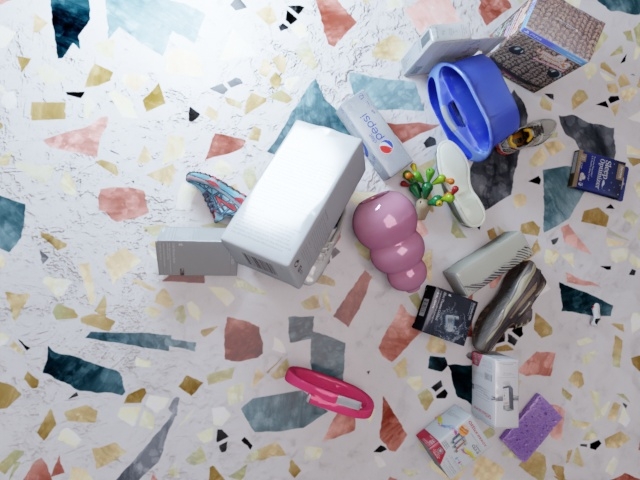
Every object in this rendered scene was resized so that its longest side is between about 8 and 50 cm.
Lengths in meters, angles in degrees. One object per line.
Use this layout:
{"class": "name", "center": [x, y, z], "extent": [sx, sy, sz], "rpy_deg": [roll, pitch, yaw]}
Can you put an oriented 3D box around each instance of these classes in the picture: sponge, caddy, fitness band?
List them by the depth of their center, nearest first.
{"class": "fitness band", "center": [0.028, 0.463, 1.540], "extent": [0.290, 0.209, 0.054], "rpy_deg": [22, 88, -7]}
{"class": "caddy", "center": [0.475, -0.425, 1.626], "extent": [0.179, 0.241, 0.341], "rpy_deg": [-28, 92, -13]}
{"class": "sponge", "center": [0.723, 0.643, 1.730], "extent": [0.117, 0.031, 0.210], "rpy_deg": [45, 83, -5]}

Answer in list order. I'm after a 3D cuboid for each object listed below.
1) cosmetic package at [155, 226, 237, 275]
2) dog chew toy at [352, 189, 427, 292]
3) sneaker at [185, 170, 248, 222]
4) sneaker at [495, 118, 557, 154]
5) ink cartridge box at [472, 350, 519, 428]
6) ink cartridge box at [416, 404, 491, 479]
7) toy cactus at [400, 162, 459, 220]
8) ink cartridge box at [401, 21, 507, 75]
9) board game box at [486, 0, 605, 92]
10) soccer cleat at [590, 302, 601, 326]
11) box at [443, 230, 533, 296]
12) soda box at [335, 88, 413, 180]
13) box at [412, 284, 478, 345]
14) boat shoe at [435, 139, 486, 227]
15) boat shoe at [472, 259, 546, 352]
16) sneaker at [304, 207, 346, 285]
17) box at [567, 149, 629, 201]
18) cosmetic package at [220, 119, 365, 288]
{"class": "cosmetic package", "center": [-0.368, 0.033, 1.530], "extent": [0.238, 0.107, 0.127], "rpy_deg": [1, 118, -6]}
{"class": "dog chew toy", "center": [0.236, 0.013, 1.601], "extent": [0.206, 0.206, 0.332], "rpy_deg": [-26, 100, -9]}
{"class": "sneaker", "center": [-0.313, -0.118, 1.563], "extent": [0.262, 0.104, 0.125], "rpy_deg": [30, 86, -6]}
{"class": "sneaker", "center": [0.722, -0.359, 1.733], "extent": [0.225, 0.093, 0.088], "rpy_deg": [-26, 92, -9]}
{"class": "ink cartridge box", "center": [0.569, 0.484, 1.647], "extent": [0.092, 0.158, 0.218], "rpy_deg": [3, 88, -9]}
{"class": "ink cartridge box", "center": [0.432, 0.649, 1.636], "extent": [0.176, 0.127, 0.128], "rpy_deg": [-35, 93, -9]}
{"class": "toy cactus", "center": [0.342, -0.148, 1.643], "extent": [0.112, 0.219, 0.180], "rpy_deg": [-26, 134, -42]}
{"class": "ink cartridge box", "center": [0.414, -0.608, 1.603], "extent": [0.239, 0.275, 0.060], "rpy_deg": [-9, 89, -9]}
{"class": "board game box", "center": [0.710, -0.638, 1.641], "extent": [0.232, 0.291, 0.141], "rpy_deg": [25, 84, -6]}
{"class": "soccer cleat", "center": [0.977, 0.264, 1.779], "extent": [0.029, 0.035, 0.083], "rpy_deg": [13, 86, -8]}
{"class": "box", "center": [0.560, 0.075, 1.685], "extent": [0.275, 0.113, 0.094], "rpy_deg": [-32, 94, -7]}
{"class": "soda box", "center": [0.174, -0.340, 1.649], "extent": [0.098, 0.091, 0.286], "rpy_deg": [-37, 94, -9]}
{"class": "box", "center": [0.412, 0.246, 1.666], "extent": [0.158, 0.093, 0.156], "rpy_deg": [20, 85, -9]}
{"class": "boat shoe", "center": [0.454, -0.184, 1.688], "extent": [0.109, 0.091, 0.305], "rpy_deg": [-22, 91, -8]}
{"class": "boat shoe", "center": [0.645, 0.235, 1.682], "extent": [0.130, 0.132, 0.355], "rpy_deg": [36, 84, -6]}
{"class": "sneaker", "center": [0.000, 0.000, 1.593], "extent": [0.111, 0.129, 0.297], "rpy_deg": [20, 86, -9]}
{"class": "box", "center": [1.006, -0.231, 1.802], "extent": [0.225, 0.036, 0.136], "rpy_deg": [13, 86, -9]}
{"class": "cosmetic package", "center": [-0.065, -0.115, 1.478], "extent": [0.230, 0.161, 0.453], "rpy_deg": [22, 68, 20]}
